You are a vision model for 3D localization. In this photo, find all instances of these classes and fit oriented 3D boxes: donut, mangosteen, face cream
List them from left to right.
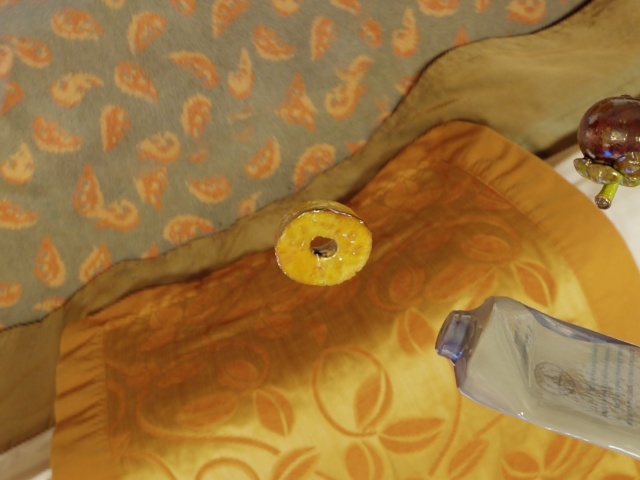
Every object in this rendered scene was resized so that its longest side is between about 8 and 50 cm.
[{"bbox_3d":[0.000,0.000,1.238,0.152,0.058,0.151,-9,127,-12],"label":"donut"},{"bbox_3d":[0.364,0.199,1.125,0.420,0.234,0.137,20,126,8],"label":"face cream"},{"bbox_3d":[0.502,-0.148,1.342,0.146,0.156,0.181,-10,92,-6],"label":"mangosteen"}]
